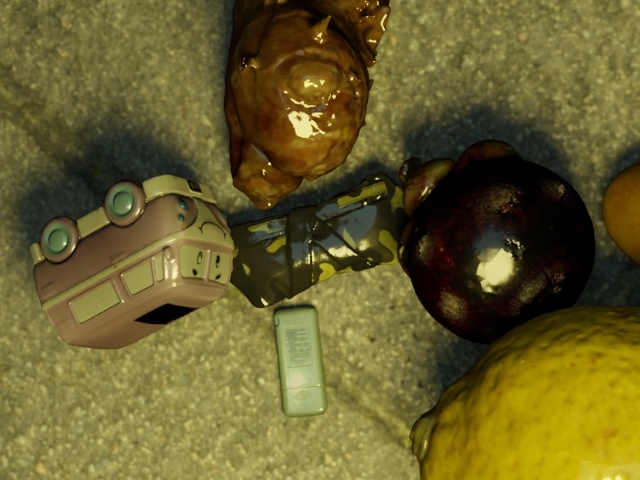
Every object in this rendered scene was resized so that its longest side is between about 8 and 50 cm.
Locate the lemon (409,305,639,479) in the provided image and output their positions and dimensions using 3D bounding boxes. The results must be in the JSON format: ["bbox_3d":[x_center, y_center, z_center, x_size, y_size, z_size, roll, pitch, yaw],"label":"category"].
[{"bbox_3d":[0.280,0.233,1.629,0.387,0.350,0.349,19,87,0],"label":"lemon"}]

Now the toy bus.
[{"bbox_3d":[-0.201,0.025,1.806,0.202,0.142,0.142,-28,71,21],"label":"toy bus"}]

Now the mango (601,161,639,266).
[{"bbox_3d":[0.414,-0.013,1.767,0.228,0.099,0.136,17,80,1],"label":"mango"}]

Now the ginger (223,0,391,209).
[{"bbox_3d":[-0.007,-0.251,1.782,0.176,0.254,0.418,15,79,-13],"label":"ginger"}]

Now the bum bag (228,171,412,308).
[{"bbox_3d":[0.000,0.000,1.839,0.233,0.060,0.106,-18,90,8],"label":"bum bag"}]

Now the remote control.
[{"bbox_3d":[-0.023,0.137,1.849,0.053,0.018,0.124,-8,83,6],"label":"remote control"}]

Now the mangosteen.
[{"bbox_3d":[0.172,-0.010,1.753,0.211,0.211,0.250,-44,60,2],"label":"mangosteen"}]
